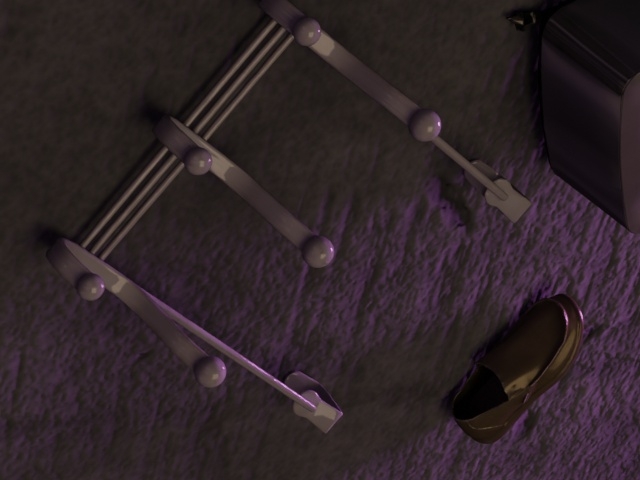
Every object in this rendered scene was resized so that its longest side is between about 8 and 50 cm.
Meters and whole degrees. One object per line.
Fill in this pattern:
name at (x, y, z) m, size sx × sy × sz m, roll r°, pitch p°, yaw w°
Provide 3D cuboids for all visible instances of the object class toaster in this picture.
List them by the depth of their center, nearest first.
toaster at (0.247, -0.116, 1.470) m, size 0.186 × 0.110 × 0.168 m, roll -28°, pitch 136°, yaw -18°

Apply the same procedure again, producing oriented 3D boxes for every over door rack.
over door rack at (0.000, 0.000, 1.370) m, size 0.239 × 0.108 × 0.324 m, roll -48°, pitch 139°, yaw 6°

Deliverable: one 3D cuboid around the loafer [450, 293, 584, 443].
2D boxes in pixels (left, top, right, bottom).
loafer at (0.160, 0.106, 1.624) m, size 0.050 × 0.056 × 0.148 m, roll 15°, pitch 113°, yaw -51°
